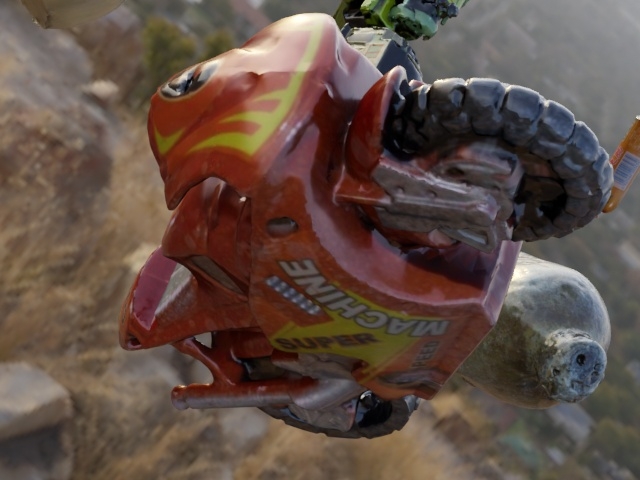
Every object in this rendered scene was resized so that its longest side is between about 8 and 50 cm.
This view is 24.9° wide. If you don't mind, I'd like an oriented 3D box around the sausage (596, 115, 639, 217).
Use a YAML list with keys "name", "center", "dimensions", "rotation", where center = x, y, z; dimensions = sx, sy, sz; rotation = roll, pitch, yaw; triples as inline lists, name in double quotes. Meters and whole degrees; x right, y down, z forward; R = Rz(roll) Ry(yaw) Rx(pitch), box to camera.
- name: "sausage"
  center: [0.290, -0.068, 1.394]
  dimensions: [0.031, 0.107, 0.031]
  rotation: [27, 16, -9]

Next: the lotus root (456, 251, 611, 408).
- name: "lotus root"
  center: [0.212, 0.090, 1.509]
  dimensions: [0.175, 0.175, 0.349]
  rotation: [40, -5, -6]

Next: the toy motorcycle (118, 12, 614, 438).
- name: "toy motorcycle"
  center: [0.001, 0.002, 0.601]
  dimensions: [0.171, 0.298, 0.089]
  rotation: [19, 60, -7]

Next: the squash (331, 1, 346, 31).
- name: "squash"
  center: [0.027, -0.268, 1.747]
  dimensions: [0.028, 0.083, 0.027]
  rotation: [10, 59, -18]

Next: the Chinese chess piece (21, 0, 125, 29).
- name: "Chinese chess piece"
  center: [-0.248, -0.301, 1.236]
  dimensions: [0.249, 0.103, 0.249]
  rotation: [57, -13, 21]

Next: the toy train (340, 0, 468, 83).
- name: "toy train"
  center: [0.038, -0.126, 0.865]
  dimensions: [0.085, 0.249, 0.053]
  rotation: [10, -32, 42]
